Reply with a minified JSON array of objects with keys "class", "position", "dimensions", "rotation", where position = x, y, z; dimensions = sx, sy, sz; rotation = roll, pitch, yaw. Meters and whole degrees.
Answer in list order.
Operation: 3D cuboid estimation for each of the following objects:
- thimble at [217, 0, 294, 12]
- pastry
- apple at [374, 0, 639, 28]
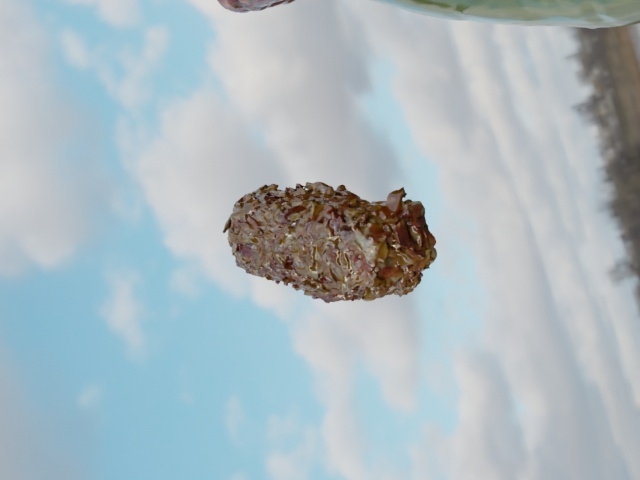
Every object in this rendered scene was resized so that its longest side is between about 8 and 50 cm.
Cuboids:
[{"class":"thimble","position":[0.048,-0.337,1.219],"dimensions":[0.350,0.350,0.230],"rotation":[-48,-55,-74]},{"class":"pastry","position":[0.000,0.003,1.047],"dimensions":[0.063,0.169,0.087],"rotation":[-13,-75,-56]},{"class":"apple","position":[0.116,-0.349,0.812],"dimensions":[0.473,0.473,0.473],"rotation":[-17,-90,-76]}]
